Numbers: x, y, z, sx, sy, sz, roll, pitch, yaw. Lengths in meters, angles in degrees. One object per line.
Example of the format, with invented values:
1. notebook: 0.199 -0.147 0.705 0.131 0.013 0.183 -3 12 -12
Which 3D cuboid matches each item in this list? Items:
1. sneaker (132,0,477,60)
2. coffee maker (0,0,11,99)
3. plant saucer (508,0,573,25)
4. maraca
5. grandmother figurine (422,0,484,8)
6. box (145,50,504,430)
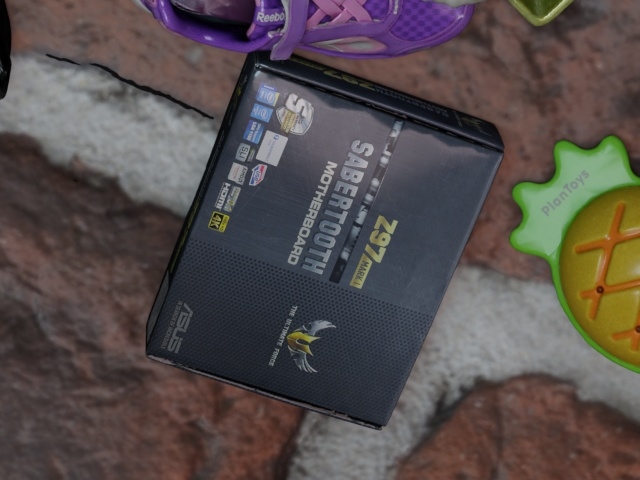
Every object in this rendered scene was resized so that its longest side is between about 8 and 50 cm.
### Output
1. sneaker: -0.013 -0.157 1.248 0.236 0.104 0.095 5 111 -6
2. coffee maker: -0.290 -0.116 1.215 0.178 0.171 0.120 -13 144 5
3. plant saucer: 0.145 -0.268 1.242 0.188 0.045 0.188 -43 108 14
4. maraca: 0.216 0.012 1.339 0.186 0.099 0.127 45 96 7
5. grandmother figurine: -0.011 -0.268 1.167 0.342 0.104 0.208 39 146 -9
6. box: 0.000 0.000 1.338 0.183 0.059 0.233 19 111 -12
